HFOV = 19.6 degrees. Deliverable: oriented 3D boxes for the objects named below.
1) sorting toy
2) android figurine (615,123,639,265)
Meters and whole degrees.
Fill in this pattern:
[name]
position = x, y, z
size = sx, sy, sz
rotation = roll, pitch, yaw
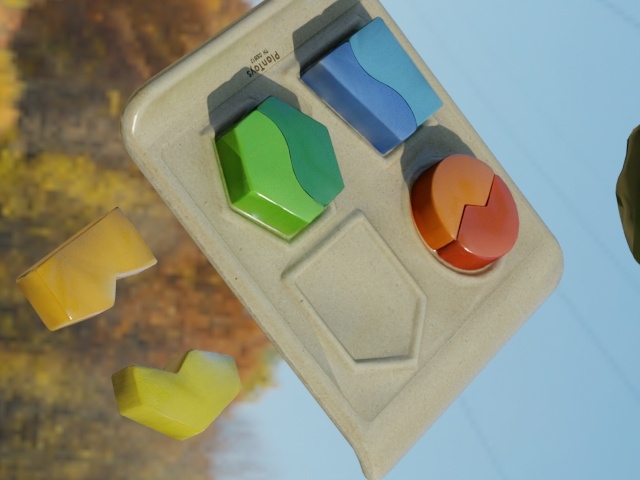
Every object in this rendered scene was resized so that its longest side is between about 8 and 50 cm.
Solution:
[sorting toy]
position = 0.000, 0.000, 0.929
size = 0.041, 0.229, 0.307
rotation = -26, -169, 45
[android figurine]
position = 0.205, -0.045, 0.429
size = 0.248, 0.273, 0.056
rotation = -17, -91, 55
